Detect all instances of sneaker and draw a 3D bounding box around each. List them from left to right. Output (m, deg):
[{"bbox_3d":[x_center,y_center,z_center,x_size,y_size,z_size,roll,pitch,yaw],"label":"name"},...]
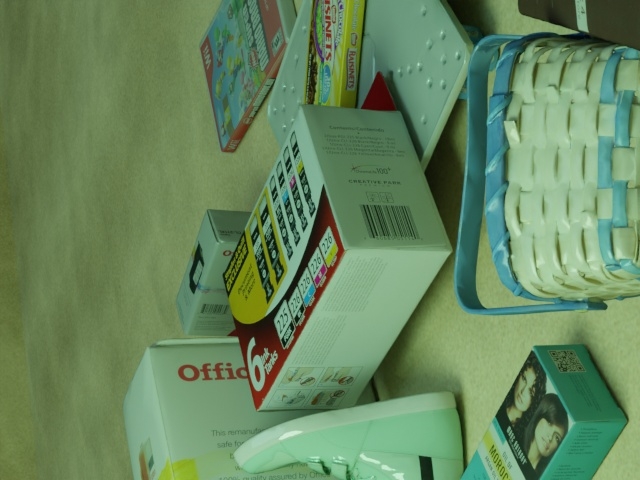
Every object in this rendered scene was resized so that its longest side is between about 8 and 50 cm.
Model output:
[{"bbox_3d":[0.034,0.261,1.711,0.094,0.256,0.151,33,-135,-73],"label":"sneaker"}]

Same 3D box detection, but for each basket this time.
[{"bbox_3d":[0.217,-0.055,1.336,0.289,0.201,0.254,4,91,53],"label":"basket"}]

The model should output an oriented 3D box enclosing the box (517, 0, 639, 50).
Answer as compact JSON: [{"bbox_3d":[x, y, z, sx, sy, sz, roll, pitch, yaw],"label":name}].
[{"bbox_3d":[0.268,-0.251,1.205,0.381,0.143,0.191,-136,40,-71],"label":"box"}]

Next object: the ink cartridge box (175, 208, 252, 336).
[{"bbox_3d":[-0.111,0.046,2.144,0.072,0.127,0.175,-112,34,-45],"label":"ink cartridge box"}]

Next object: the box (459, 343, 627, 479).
[{"bbox_3d":[0.204,0.220,1.529,0.100,0.060,0.244,-114,34,-42],"label":"box"}]

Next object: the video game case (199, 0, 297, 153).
[{"bbox_3d":[-0.106,-0.286,2.271,0.285,0.025,0.204,126,138,-51],"label":"video game case"}]

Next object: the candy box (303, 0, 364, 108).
[{"bbox_3d":[0.017,-0.245,1.879,0.105,0.027,0.205,20,107,61],"label":"candy box"}]

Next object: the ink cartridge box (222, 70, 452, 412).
[{"bbox_3d":[0.000,0.000,1.784,0.309,0.130,0.271,117,145,-45],"label":"ink cartridge box"}]

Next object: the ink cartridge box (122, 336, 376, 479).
[{"bbox_3d":[-0.058,0.315,1.838,0.160,0.279,0.384,120,143,-49],"label":"ink cartridge box"}]

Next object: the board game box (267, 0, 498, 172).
[{"bbox_3d":[0.060,-0.184,1.876,0.390,0.050,0.390,-114,34,-42],"label":"board game box"}]
